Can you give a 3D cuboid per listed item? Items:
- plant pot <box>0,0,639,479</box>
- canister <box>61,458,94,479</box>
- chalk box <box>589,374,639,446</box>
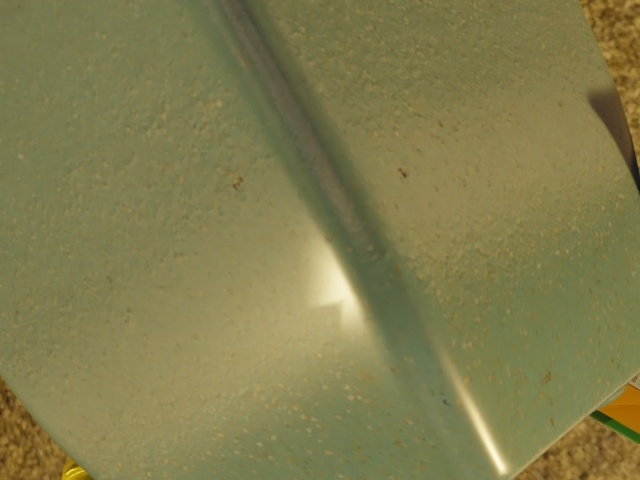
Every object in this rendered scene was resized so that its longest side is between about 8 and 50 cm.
[{"bbox_3d":[0.000,0.000,0.493,0.247,0.252,0.248,-35,171,41],"label":"plant pot"},{"bbox_3d":[-0.072,0.079,0.609,0.126,0.170,0.073,4,139,-8],"label":"canister"},{"bbox_3d":[0.302,0.021,0.648,0.289,0.179,0.180,-28,142,-57],"label":"chalk box"}]
